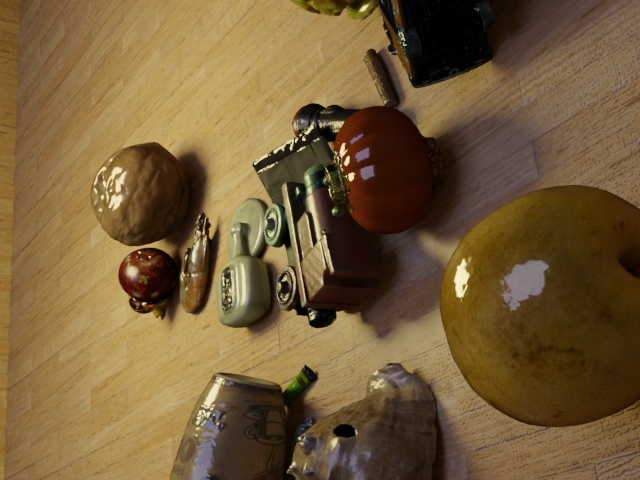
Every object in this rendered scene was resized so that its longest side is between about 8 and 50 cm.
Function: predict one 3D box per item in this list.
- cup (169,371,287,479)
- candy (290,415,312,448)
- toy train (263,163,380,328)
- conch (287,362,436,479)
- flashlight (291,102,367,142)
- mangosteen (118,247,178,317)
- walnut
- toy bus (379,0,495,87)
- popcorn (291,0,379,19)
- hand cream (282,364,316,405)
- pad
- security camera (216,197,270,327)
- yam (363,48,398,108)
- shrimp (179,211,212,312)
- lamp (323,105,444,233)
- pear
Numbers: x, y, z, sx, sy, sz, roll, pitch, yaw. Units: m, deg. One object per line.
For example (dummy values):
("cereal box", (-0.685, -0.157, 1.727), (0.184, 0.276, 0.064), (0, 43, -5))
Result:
("cup", (-0.163, 0.398, 1.964), (0.301, 0.227, 0.257), (127, 156, -85))
("candy", (-0.037, 0.376, 1.918), (0.083, 0.020, 0.030), (-60, 37, 28))
("toy train", (0.000, 0.000, 1.829), (0.221, 0.150, 0.304), (-50, 44, 49))
("conch", (0.072, 0.366, 1.635), (0.263, 0.186, 0.324), (20, 99, 38))
("flashlight", (0.041, -0.226, 1.910), (0.232, 0.093, 0.093), (5, 85, 54))
("mangosteen", (-0.440, 0.105, 2.492), (0.146, 0.156, 0.181), (36, 136, 17))
("walnut", (-0.449, -0.119, 2.483), (0.227, 0.273, 0.273), (25, 105, 19))
("toy bus", (0.167, -0.421, 1.567), (0.323, 0.162, 0.194), (69, 179, -53))
("popcorn", (0.026, -0.569, 1.874), (0.282, 0.282, 0.247), (-53, 26, 34))
("hand cream", (-0.049, 0.292, 1.959), (0.036, 0.023, 0.122), (51, 126, 14))
("pad", (-0.034, -0.122, 1.981), (0.233, 0.022, 0.174), (-28, 91, 49))
("security camera", (-0.175, 0.043, 2.172), (0.157, 0.080, 0.301), (-35, 50, 47))
("yam", (0.114, -0.309, 1.877), (0.032, 0.032, 0.145), (-50, 44, 36))
("shrimp", (-0.307, 0.051, 2.384), (0.143, 0.052, 0.251), (25, 103, 59))
("lamp", (0.108, -0.119, 1.685), (0.223, 0.197, 0.223), (166, 90, -87))
("pear", (0.303, 0.085, 1.251), (0.314, 0.314, 0.314), (-21, 64, 52))
